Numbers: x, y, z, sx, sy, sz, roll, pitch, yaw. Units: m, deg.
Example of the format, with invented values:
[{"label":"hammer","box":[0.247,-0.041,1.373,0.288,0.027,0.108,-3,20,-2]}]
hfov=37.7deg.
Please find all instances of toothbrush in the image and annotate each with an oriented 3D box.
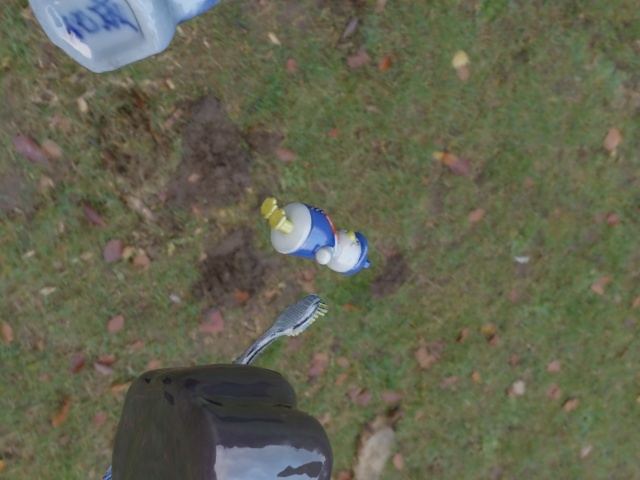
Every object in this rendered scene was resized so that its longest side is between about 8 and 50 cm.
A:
[{"label":"toothbrush","box":[-0.152,0.206,1.273,0.413,0.035,0.042,-40,142,12]}]

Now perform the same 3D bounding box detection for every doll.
[{"label":"doll","box":[0.000,0.000,0.948,0.143,0.099,0.057,28,106,-36]}]

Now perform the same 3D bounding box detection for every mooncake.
[{"label":"mooncake","box":[-0.105,0.261,0.952,0.154,0.306,0.306,1,115,-31]}]

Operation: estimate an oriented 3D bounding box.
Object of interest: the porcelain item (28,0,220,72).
[{"label":"porcelain item","box":[-0.181,-0.393,1.150,0.178,0.243,0.405,51,50,-30]}]
